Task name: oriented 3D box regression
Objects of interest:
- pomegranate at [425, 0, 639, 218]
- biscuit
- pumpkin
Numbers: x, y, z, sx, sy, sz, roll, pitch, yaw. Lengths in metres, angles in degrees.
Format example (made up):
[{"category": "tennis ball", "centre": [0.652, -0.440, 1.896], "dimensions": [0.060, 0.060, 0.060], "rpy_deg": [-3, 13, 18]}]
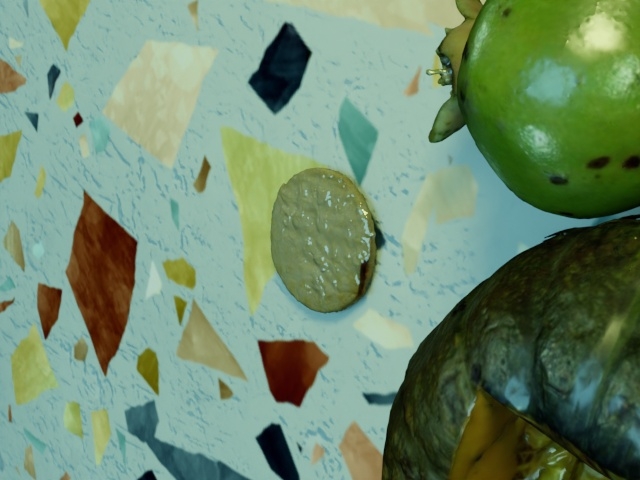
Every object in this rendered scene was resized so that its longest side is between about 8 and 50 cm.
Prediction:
[{"category": "pomegranate", "centre": [0.140, -0.088, 0.531], "dimensions": [0.220, 0.156, 0.156], "rpy_deg": [179, 83, -78]}, {"category": "biscuit", "centre": [0.000, 0.000, 0.758], "dimensions": [0.120, 0.015, 0.120], "rpy_deg": [9, 103, 44]}, {"category": "pumpkin", "centre": [0.168, 0.139, 0.484], "dimensions": [0.320, 0.192, 0.321], "rpy_deg": [4, 95, 50]}]
